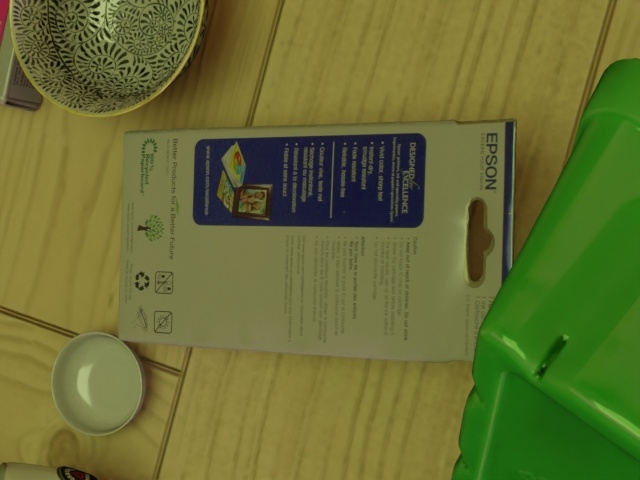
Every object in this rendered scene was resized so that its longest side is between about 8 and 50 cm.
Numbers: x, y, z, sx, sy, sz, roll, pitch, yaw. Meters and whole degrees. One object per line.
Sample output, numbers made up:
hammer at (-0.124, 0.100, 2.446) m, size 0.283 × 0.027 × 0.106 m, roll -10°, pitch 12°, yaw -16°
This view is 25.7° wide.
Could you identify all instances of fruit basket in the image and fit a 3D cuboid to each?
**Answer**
fruit basket at (0.266, 0.065, 0.813) m, size 0.283 × 0.392 × 0.392 m, roll 36°, pitch 102°, yaw 22°

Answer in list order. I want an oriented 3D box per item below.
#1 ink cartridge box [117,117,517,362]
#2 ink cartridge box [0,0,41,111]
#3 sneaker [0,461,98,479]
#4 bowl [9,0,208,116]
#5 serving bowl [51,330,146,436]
ink cartridge box at (0.000, 0.000, 1.006) m, size 0.332 × 0.065 × 0.165 m, roll 2°, pitch 89°, yaw 33°
ink cartridge box at (-0.316, -0.267, 1.171) m, size 0.239 × 0.060 × 0.275 m, roll 15°, pitch 94°, yaw 20°
sneaker at (-0.264, 0.317, 1.078) m, size 0.146 × 0.122 × 0.330 m, roll 27°, pitch 91°, yaw -12°
bowl at (-0.148, -0.177, 1.089) m, size 0.170 × 0.080 × 0.170 m, roll 0°, pitch 89°, yaw 22°
serving bowl at (-0.173, 0.113, 1.119) m, size 0.083 × 0.027 × 0.083 m, roll -1°, pitch 88°, yaw 21°
